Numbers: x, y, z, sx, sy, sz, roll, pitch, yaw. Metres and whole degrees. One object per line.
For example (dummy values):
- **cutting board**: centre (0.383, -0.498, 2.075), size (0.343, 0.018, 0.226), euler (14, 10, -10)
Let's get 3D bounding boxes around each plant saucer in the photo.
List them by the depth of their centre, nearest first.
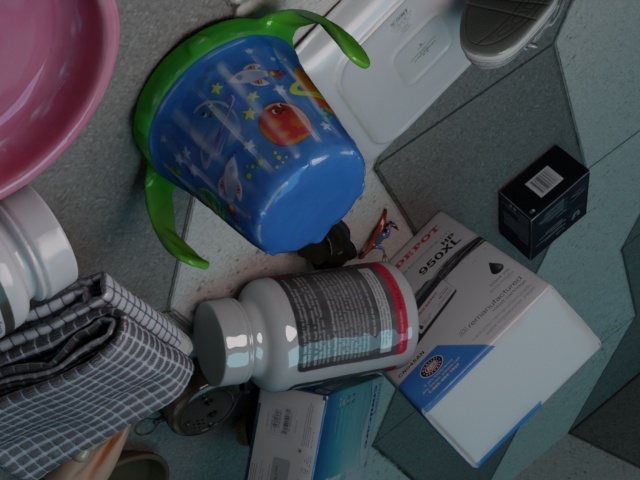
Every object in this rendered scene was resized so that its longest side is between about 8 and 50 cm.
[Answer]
- **plant saucer**: centre (-0.352, -0.168, 1.237), size (0.332, 0.084, 0.332), euler (-34, 150, -23)
- **plant saucer**: centre (-0.369, 0.441, 2.096), size (0.278, 0.041, 0.278), euler (-34, 150, -23)

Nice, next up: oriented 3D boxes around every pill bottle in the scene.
- **pill bottle**: centre (-0.416, 0.055, 1.367), size (0.283, 0.161, 0.161), euler (-33, 150, -25)
- **pill bottle**: centre (-0.024, 0.136, 1.968), size (0.319, 0.176, 0.176), euler (-8, 137, -27)

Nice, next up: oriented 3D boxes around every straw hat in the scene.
- **straw hat**: centre (-0.119, 0.336, 2.273), size (0.061, 0.144, 0.144), euler (-13, 167, 28)

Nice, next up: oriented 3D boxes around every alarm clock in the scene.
- **alarm clock**: centre (-0.208, 0.264, 2.045), size (0.192, 0.064, 0.129), euler (-25, 143, -14)

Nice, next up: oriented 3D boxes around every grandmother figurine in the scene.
- **grandmother figurine**: centre (-0.288, 0.240, 1.824), size (0.342, 0.104, 0.208), euler (-52, -164, 29)

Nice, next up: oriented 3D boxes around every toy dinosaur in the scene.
- **toy dinosaur**: centre (0.090, -0.005, 2.157), size (0.082, 0.047, 0.090), euler (-34, 119, -4)

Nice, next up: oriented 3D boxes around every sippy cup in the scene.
- **sippy cup**: centre (-0.071, -0.110, 1.544), size (0.240, 0.224, 0.305), euler (-21, 145, -32)

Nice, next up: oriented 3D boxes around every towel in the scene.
- **towel**: centre (-0.314, 0.171, 1.531), size (0.284, 0.121, 0.235), euler (-29, 157, 6)

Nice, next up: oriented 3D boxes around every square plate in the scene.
- **square plate**: centre (0.127, -0.277, 1.801), size (0.347, 0.049, 0.344), euler (-46, 154, -1)

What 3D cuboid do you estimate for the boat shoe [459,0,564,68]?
- **boat shoe**: centre (0.285, -0.332, 1.779), size (0.103, 0.118, 0.320), euler (77, 33, -43)

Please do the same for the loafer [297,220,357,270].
- **loafer**: centre (0.000, 0.000, 1.965), size (0.078, 0.080, 0.220), euler (-44, 153, -6)

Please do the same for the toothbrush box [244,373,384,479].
- **toothbrush box**: centre (-0.008, 0.338, 2.226), size (0.295, 0.126, 0.216), euler (-5, 106, -68)

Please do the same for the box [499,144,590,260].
- **box**: centre (0.427, -0.071, 2.457), size (0.156, 0.093, 0.158), euler (-39, 151, -15)

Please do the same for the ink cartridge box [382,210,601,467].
- **ink cartridge box**: centre (0.229, 0.151, 2.144), size (0.285, 0.395, 0.166), euler (-44, 118, -2)

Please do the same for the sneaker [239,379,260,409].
- **sneaker**: centre (-0.120, 0.236, 2.159), size (0.089, 0.051, 0.170), euler (-24, 141, -36)
